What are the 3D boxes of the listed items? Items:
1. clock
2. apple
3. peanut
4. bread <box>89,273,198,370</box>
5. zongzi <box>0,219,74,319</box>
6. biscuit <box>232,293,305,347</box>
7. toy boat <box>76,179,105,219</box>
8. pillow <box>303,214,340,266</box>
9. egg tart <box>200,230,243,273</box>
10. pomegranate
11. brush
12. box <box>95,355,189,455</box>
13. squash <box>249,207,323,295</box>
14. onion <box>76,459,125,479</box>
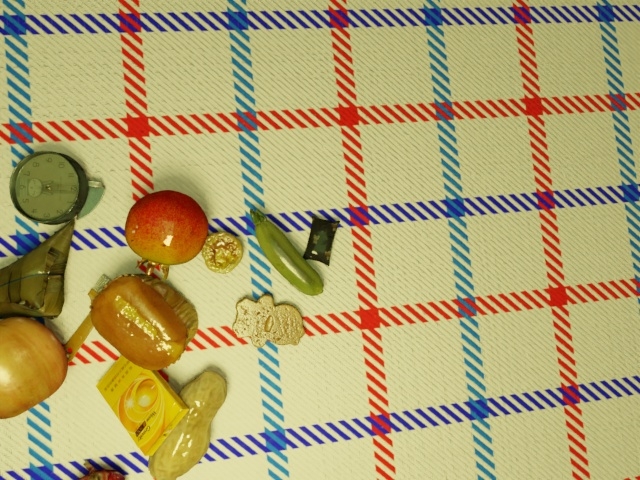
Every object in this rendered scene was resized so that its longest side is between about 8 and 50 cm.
[{"bbox_3d":[-0.785,-0.152,1.162,0.214,0.042,0.215,0,89,3],"label":"clock"},{"bbox_3d":[-0.813,0.324,1.048,0.242,0.242,0.241,-20,106,-8],"label":"apple"},{"bbox_3d":[-0.373,0.524,1.146,0.149,0.149,0.313,22,79,-5],"label":"peanut"},{"bbox_3d":[-0.489,0.223,1.130,0.204,0.156,0.288,-43,98,-5],"label":"bread"},{"bbox_3d":[-0.846,0.075,1.132,0.260,0.123,0.289,-1,73,-2],"label":"zongzi"},{"bbox_3d":[-0.154,0.250,1.238,0.225,0.036,0.166,8,86,-9],"label":"biscuit"},{"bbox_3d":[-0.693,-0.119,1.201,0.096,0.034,0.122,6,94,-4],"label":"toy boat"},{"bbox_3d":[0.000,0.000,1.267,0.090,0.048,0.150,14,87,-9],"label":"pillow"},{"bbox_3d":[-0.301,0.036,1.225,0.130,0.052,0.131,0,87,-8],"label":"egg tart"},{"bbox_3d":[-0.437,-0.015,1.137,0.220,0.221,0.257,13,92,-6],"label":"pomegranate"},{"bbox_3d":[-0.678,0.240,1.183,0.103,0.013,0.272,33,83,-4],"label":"brush"},{"bbox_3d":[-0.500,0.436,1.117,0.269,0.043,0.152,34,83,28],"label":"box"},{"bbox_3d":[-0.116,0.044,1.232,0.094,0.094,0.341,-41,94,-8],"label":"squash"},{"bbox_3d":[-0.635,0.679,1.125,0.150,0.140,0.150,-20,129,-27],"label":"onion"}]
